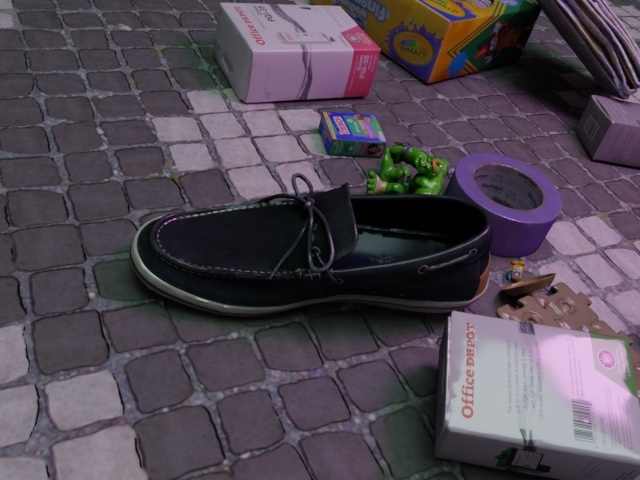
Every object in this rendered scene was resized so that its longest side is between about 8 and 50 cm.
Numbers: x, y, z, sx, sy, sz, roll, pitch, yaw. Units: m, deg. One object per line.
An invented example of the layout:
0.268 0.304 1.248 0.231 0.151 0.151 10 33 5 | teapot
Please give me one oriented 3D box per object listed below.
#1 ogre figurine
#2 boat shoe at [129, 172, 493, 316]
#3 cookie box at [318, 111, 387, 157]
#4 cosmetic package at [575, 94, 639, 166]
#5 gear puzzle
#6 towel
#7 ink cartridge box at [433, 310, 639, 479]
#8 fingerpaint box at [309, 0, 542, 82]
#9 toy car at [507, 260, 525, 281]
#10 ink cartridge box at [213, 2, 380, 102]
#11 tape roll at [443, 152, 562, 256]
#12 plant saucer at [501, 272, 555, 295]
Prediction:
0.152 -0.101 1.082 0.118 0.096 0.197 8 23 18 | ogre figurine
0.000 0.000 0.863 0.500 0.156 0.186 3 46 -7 | boat shoe
0.059 -0.199 1.193 0.107 0.040 0.092 0 44 -17 | cookie box
0.698 -0.228 1.382 0.238 0.107 0.127 5 39 -8 | cosmetic package
0.394 0.203 0.862 0.175 0.044 0.339 -16 53 -33 | gear puzzle
0.635 -0.485 1.491 0.320 0.090 0.374 52 21 -4 | towel
0.250 0.186 0.755 0.219 0.092 0.160 9 51 4 | ink cartridge box
0.258 -0.600 1.604 0.371 0.163 0.445 -22 53 -36 | fingerpaint box
0.263 0.038 0.989 0.122 0.060 0.040 10 73 3 | toy car
-0.053 -0.389 1.308 0.283 0.117 0.207 -9 47 -26 | ink cartridge box
0.309 -0.064 1.095 0.189 0.080 0.189 9 43 -8 | tape roll
0.317 0.069 0.964 0.083 0.083 0.015 -15 86 -31 | plant saucer
